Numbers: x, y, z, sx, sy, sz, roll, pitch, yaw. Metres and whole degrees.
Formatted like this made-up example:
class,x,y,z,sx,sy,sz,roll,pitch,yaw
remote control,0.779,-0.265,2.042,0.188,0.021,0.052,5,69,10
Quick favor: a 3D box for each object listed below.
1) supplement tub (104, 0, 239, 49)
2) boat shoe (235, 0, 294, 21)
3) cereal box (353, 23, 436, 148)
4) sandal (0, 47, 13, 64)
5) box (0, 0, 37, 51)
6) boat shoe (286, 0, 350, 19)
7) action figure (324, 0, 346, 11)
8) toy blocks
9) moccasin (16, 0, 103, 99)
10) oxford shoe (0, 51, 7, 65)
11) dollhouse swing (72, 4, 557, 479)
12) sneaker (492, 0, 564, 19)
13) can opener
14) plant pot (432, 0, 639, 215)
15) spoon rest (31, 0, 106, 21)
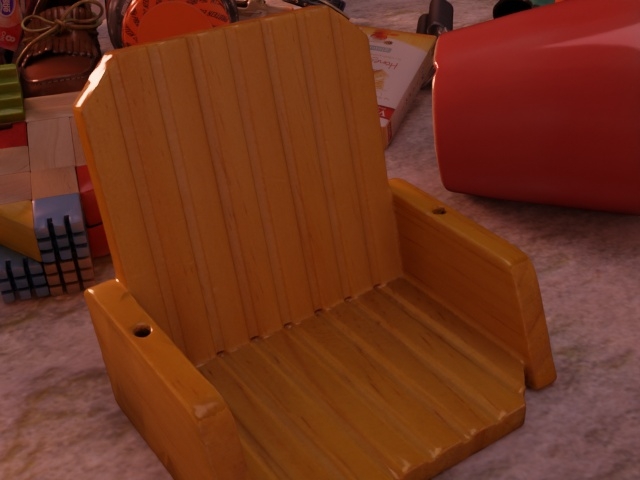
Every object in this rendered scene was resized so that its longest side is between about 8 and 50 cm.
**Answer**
class,x,y,z,sx,sy,sz,roll,pitch,yaw
supplement tub,-0.248,-0.385,1.483,0.207,0.207,0.338,-8,32,-11
boat shoe,-0.129,-0.432,1.692,0.170,0.059,0.063,-6,31,-11
cereal box,0.056,-0.236,1.341,0.173,0.047,0.240,12,46,18
sandal,-0.613,-0.398,1.607,0.167,0.107,0.446,-10,33,-15
box,-0.538,-0.470,1.531,0.142,0.154,0.300,18,35,-18
boat shoe,-0.008,-0.436,1.697,0.133,0.042,0.049,26,8,-3
action figure,-0.051,-0.590,1.798,0.330,0.179,0.341,12,24,-46
toy blocks,-0.314,-0.047,1.006,0.381,0.191,0.261,-10,45,-13
moccasin,-0.403,-0.314,1.428,0.139,0.147,0.380,-4,32,-4
oxford shoe,-0.508,-0.169,1.242,0.130,0.123,0.348,-10,23,-5
dollhouse swing,0.000,0.000,0.770,0.346,0.305,0.315,-20,36,-29
sneaker,0.421,-0.355,1.531,0.121,0.108,0.302,-34,45,-18
can opener,0.210,-0.325,1.525,0.095,0.076,0.283,31,31,-10
plant pot,0.267,-0.160,1.081,0.243,0.275,0.275,-1,31,16
spoon rest,-0.440,-0.466,1.741,0.276,0.084,0.137,-34,67,-31
